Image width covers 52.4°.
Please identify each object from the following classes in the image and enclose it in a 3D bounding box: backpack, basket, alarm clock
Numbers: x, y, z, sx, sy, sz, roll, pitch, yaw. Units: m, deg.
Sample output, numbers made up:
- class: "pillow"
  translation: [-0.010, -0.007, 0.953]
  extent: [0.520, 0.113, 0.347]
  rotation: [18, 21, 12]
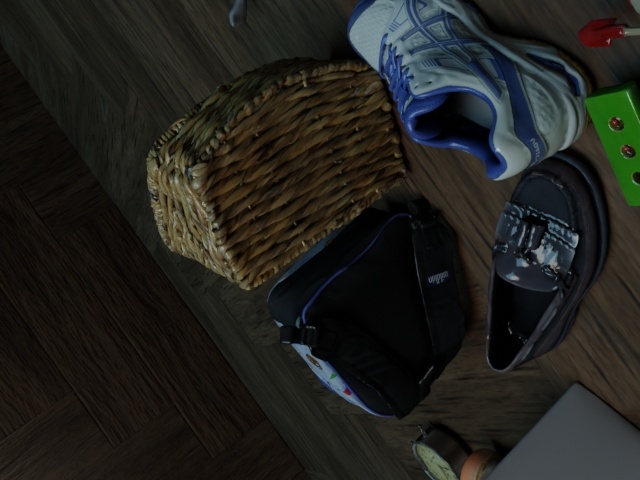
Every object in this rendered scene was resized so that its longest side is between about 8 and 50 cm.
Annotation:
- class: "backpack"
  translation: [0.071, 0.114, 0.944]
  extent: [0.263, 0.276, 0.213]
  rotation: [57, 162, -21]
- class: "basket"
  translation: [-0.078, -0.115, 0.845]
  extent: [0.223, 0.299, 0.213]
  rotation: [21, 140, 51]
- class: "alarm clock"
  translation: [0.255, 0.436, 1.247]
  extent: [0.192, 0.064, 0.129]
  rotation: [46, 155, 24]

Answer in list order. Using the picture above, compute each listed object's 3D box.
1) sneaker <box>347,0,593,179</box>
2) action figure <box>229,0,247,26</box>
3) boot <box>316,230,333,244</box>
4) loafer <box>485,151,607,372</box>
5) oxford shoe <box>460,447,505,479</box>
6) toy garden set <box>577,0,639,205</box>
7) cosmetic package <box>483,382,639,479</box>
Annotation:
- class: "sneaker"
  translation: [0.111, -0.166, 0.642]
  extent: [0.296, 0.131, 0.112]
  rotation: [38, 153, 36]
- class: "action figure"
  translation: [-0.165, -0.431, 0.761]
  extent: [0.341, 0.178, 0.330]
  rotation: [33, 155, -14]
- class: "boot"
  translation: [-0.001, 0.000, 1.172]
  extent: [0.099, 0.045, 0.121]
  rotation: [54, 149, -5]
- class: "loafer"
  translation: [0.238, 0.044, 0.723]
  extent: [0.109, 0.095, 0.302]
  rotation: [36, 150, 36]
- class: "oxford shoe"
  translation: [0.358, 0.523, 1.102]
  extent: [0.132, 0.130, 0.364]
  rotation: [-2, 122, 53]
- class: "toy garden set"
  translation: [0.299, -0.126, 0.451]
  extent: [0.204, 0.049, 0.244]
  rotation: [60, 157, -16]
- class: "cosmetic package"
  translation: [0.295, 0.344, 0.852]
  extent: [0.138, 0.224, 0.225]
  rotation: [41, 153, 27]
